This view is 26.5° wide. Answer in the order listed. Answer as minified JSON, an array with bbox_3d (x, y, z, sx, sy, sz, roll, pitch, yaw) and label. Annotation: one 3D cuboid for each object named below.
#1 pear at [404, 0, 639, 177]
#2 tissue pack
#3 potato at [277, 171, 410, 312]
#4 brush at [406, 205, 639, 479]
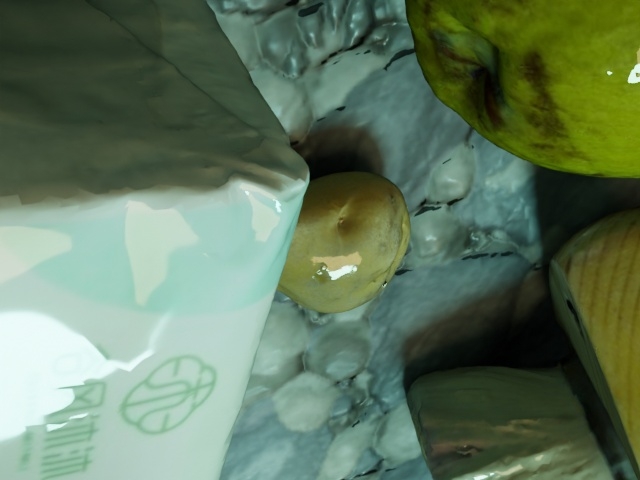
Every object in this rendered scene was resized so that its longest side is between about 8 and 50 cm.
[{"bbox_3d":[0.114,-0.096,0.505,0.162,0.149,0.149,-23,138,-14],"label":"pear"},{"bbox_3d":[-0.185,0.073,0.461,0.266,0.194,0.356,-3,132,-26],"label":"tissue pack"},{"bbox_3d":[0.000,0.000,0.605,0.083,0.062,0.068,9,113,-10],"label":"potato"},{"bbox_3d":[0.134,0.097,0.703,0.166,0.174,0.267,-21,131,3],"label":"brush"}]
